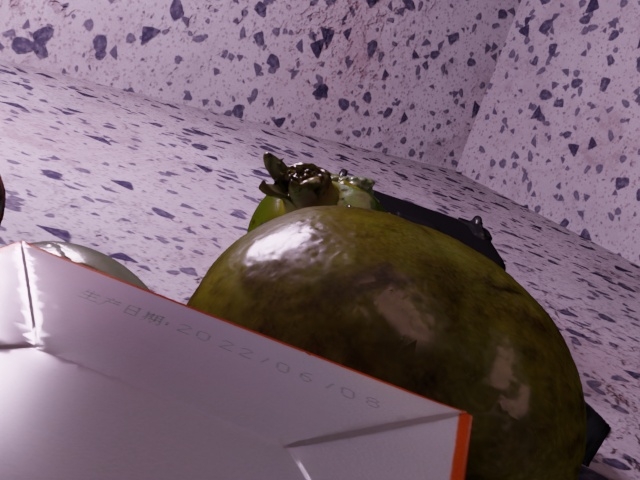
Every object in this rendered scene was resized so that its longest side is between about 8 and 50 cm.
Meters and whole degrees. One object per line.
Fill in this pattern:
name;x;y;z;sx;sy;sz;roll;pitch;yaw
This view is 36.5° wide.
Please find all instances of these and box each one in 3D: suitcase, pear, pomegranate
suitcase;0.149;0.021;1.760;0.345;0.188;0.339;20;12;-4
pear;0.038;0.136;0.857;0.352;0.351;0.413;14;10;-21
pomegranate;0.000;0.000;1.438;0.260;0.260;0.340;32;-17;42

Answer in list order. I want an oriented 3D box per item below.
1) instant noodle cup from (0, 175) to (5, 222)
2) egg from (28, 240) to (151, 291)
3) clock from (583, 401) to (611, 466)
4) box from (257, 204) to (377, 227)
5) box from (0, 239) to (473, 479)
instant noodle cup;-0.460;-0.031;1.053;0.243;0.242;0.231;17;7;-12
egg;-0.231;0.099;0.917;0.217;0.183;0.183;17;10;30
clock;0.240;0.175;1.297;0.325;0.067;0.325;38;-2;1
box;0.003;0.070;1.256;0.163;0.243;0.135;-15;16;-18
box;-0.123;0.197;0.540;0.349;0.256;0.318;20;12;6
